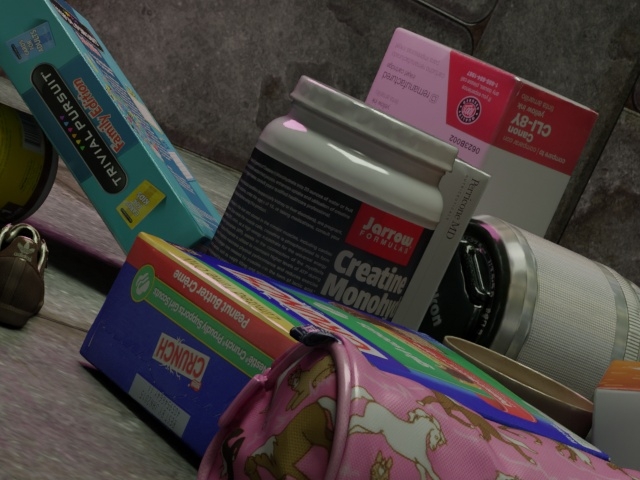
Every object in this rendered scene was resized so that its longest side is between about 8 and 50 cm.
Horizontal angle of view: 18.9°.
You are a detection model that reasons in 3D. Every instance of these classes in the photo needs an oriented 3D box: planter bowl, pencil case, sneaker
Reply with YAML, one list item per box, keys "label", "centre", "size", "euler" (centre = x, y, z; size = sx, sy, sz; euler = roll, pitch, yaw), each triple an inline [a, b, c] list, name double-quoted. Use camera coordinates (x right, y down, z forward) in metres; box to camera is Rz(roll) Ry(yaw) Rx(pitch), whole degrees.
- label: "planter bowl"
  centre: [0.166, 0.172, 1.802]
  size: [0.162, 0.109, 0.162]
  euler: [26, 5, -2]
- label: "pencil case"
  centre: [0.118, 0.182, 1.213]
  size: [0.386, 0.167, 0.160]
  euler: [23, -27, -26]
- label: "sneaker"
  centre: [-0.246, 0.020, 1.584]
  size: [0.066, 0.071, 0.188]
  euler: [24, 5, -13]

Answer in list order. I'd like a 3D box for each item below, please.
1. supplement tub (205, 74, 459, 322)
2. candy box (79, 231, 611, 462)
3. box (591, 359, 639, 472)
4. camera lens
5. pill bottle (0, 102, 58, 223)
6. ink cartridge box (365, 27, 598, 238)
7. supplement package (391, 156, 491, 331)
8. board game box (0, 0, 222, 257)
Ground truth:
- label: "supplement tub"
  centre: [0.000, 0.000, 1.841]
  size: [0.191, 0.272, 0.191]
  euler: [25, 5, -2]
- label: "candy box"
  centre: [0.016, 0.125, 1.483]
  size: [0.317, 0.122, 0.268]
  euler: [20, 7, -36]
- label: "box"
  centre: [0.349, 0.202, 1.686]
  size: [0.215, 0.168, 0.345]
  euler: [2, 1, 10]
- label: "camera lens"
  centre: [0.227, 0.107, 2.146]
  size: [0.274, 0.219, 0.219]
  euler: [22, 6, -33]
- label: "pill bottle"
  centre: [-0.373, -0.096, 1.909]
  size: [0.215, 0.117, 0.117]
  euler: [21, 7, -45]
- label: "ink cartridge box"
  centre: [0.155, -0.052, 2.545]
  size: [0.160, 0.385, 0.279]
  euler: [17, 9, -38]
- label: "supplement package"
  centre: [0.040, 0.003, 2.069]
  size: [0.145, 0.262, 0.204]
  euler: [23, 6, -16]
- label: "board game box"
  centre: [-0.215, -0.103, 1.984]
  size: [0.336, 0.079, 0.254]
  euler: [55, 3, 10]
